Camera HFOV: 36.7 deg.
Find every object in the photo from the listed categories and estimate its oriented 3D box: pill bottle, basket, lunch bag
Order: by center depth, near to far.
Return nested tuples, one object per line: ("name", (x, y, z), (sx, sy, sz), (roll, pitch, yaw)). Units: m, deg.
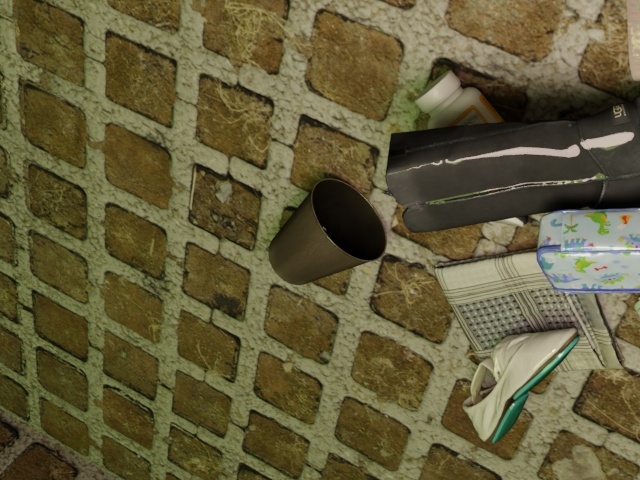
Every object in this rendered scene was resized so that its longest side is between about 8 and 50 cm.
("lunch bag", (0.466, 0.023, 1.548), (0.219, 0.090, 0.176), (-1, 153, 23))
("pill bottle", (0.269, -0.201, 1.747), (0.208, 0.117, 0.117), (48, 135, -8))
("basket", (0.000, 0.000, 2.068), (0.204, 0.154, 0.227), (46, 139, -8))

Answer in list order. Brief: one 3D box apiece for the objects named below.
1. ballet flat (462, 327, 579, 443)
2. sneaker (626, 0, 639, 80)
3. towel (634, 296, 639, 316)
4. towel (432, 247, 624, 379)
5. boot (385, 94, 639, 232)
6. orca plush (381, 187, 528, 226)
("ballet flat", (0.389, 0.278, 1.989), (0.139, 0.139, 0.400), (31, 139, 10))
("sneaker", (0.528, -0.376, 1.453), (0.121, 0.108, 0.302), (6, 134, 30))
("towel", (0.646, 0.184, 1.663), (0.325, 0.038, 0.248), (80, 167, -76))
("towel", (0.421, 0.157, 1.967), (0.324, 0.056, 0.312), (-12, 115, 39))
("boot", (0.364, -0.060, 1.647), (0.445, 0.146, 0.367), (-11, 129, 14))
("orca plush", (0.270, -0.106, 1.870), (0.287, 0.102, 0.151), (12, 175, 39))
